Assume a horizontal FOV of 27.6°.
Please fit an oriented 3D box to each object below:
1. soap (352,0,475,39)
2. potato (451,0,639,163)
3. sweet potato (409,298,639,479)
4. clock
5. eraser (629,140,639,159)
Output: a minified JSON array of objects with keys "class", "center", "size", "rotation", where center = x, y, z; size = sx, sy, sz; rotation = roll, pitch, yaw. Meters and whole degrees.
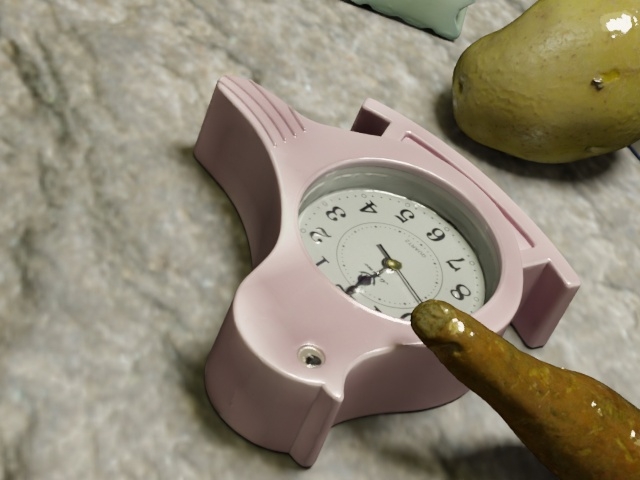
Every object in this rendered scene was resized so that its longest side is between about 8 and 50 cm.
[{"class":"soap","center":[0.100,-0.288,1.259],"size":[0.119,0.066,0.198],"rotation":[21,44,-5]},{"class":"potato","center":[0.206,-0.143,1.107],"size":[0.194,0.157,0.157],"rotation":[-9,46,8]},{"class":"sweet potato","center":[0.197,0.150,0.851],"size":[0.346,0.079,0.108],"rotation":[44,17,2]},{"class":"clock","center":[0.000,0.000,0.936],"size":[0.275,0.080,0.290],"rotation":[-26,61,-38]},{"class":"eraser","center":[0.321,-0.096,1.192],"size":[0.084,0.027,0.063],"rotation":[-14,55,-31]}]
